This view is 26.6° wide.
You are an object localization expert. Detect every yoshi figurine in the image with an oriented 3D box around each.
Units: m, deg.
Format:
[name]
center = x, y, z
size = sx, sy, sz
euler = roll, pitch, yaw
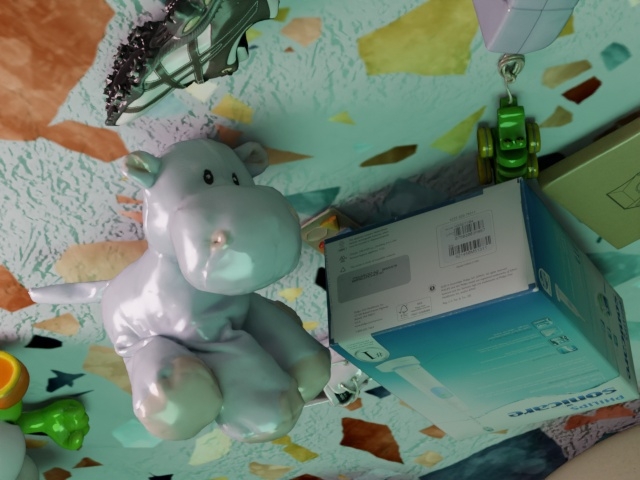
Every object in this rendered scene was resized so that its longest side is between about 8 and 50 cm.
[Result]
[yoshi figurine]
center = -0.361, 0.284, 1.568
size = 0.203, 0.203, 0.362
euler = -9, 146, -6

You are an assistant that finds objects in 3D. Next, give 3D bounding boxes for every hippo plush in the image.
[hippo plush]
center = -0.091, 0.024, 1.279
size = 0.234, 0.294, 0.236
euler = -1, 120, -37

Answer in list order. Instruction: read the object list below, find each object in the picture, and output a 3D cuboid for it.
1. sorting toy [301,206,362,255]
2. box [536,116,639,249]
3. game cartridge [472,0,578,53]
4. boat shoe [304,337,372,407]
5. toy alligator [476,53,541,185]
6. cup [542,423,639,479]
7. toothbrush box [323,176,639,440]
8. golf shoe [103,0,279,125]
[sorting toy]
center = 0.000, 0.000, 1.383
size = 0.083, 0.012, 0.062
euler = -32, 136, 29
[box]
center = 0.335, -0.071, 1.316
size = 0.201, 0.021, 0.164
euler = -30, 141, 28
[game cartridge]
center = 0.148, -0.276, 0.896
size = 0.060, 0.196, 0.294
euler = 1, 142, -7
[boat shoe]
center = 0.018, 0.155, 1.534
size = 0.226, 0.076, 0.083
euler = -16, 141, 14
[toy alligator]
center = 0.177, -0.089, 1.257
size = 0.056, 0.051, 0.189
euler = -6, 143, 0
[cup]
center = 0.468, 0.339, 1.677
size = 0.331, 0.331, 0.237
euler = 32, 105, -38
[toothbrush box]
center = 0.167, 0.082, 1.365
size = 0.216, 0.126, 0.295
euler = -18, 145, 25
[golf shoe]
center = -0.110, -0.151, 1.124
size = 0.094, 0.077, 0.198
euler = 20, 137, -30
